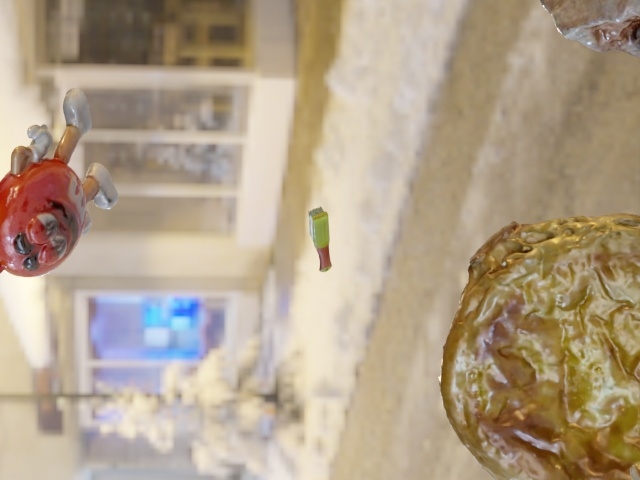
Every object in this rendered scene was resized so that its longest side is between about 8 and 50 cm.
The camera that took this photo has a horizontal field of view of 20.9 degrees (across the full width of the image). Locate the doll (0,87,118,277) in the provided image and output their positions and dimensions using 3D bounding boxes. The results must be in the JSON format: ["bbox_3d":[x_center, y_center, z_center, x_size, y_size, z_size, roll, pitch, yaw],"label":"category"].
[{"bbox_3d":[-0.299,-0.045,1.895,0.217,0.085,0.183,-52,-39,-42],"label":"doll"}]

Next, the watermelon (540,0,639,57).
[{"bbox_3d":[0.249,-0.180,1.092,0.151,0.264,0.302,-48,28,46],"label":"watermelon"}]

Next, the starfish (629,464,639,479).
[{"bbox_3d":[0.368,0.132,1.413,0.138,0.247,0.050,69,175,-46],"label":"starfish"}]

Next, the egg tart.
[{"bbox_3d":[0.291,0.123,1.763,0.129,0.341,0.341,-42,-44,-69],"label":"egg tart"}]

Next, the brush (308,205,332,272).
[{"bbox_3d":[0.000,0.000,1.775,0.021,0.019,0.083,52,159,41],"label":"brush"}]
